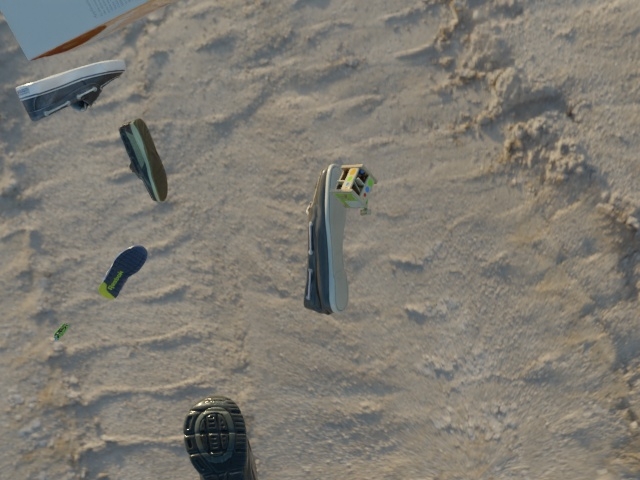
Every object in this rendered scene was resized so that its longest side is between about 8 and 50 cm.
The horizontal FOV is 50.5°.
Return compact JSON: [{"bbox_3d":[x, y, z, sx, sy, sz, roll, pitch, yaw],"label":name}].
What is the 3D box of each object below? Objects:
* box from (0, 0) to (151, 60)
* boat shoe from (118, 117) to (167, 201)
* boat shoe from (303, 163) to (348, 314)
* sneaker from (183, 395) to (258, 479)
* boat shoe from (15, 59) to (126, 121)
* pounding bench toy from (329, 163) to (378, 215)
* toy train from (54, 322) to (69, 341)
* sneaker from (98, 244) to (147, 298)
[{"bbox_3d":[-0.450,-0.524,1.388,0.345,0.215,0.168,-20,108,14],"label":"box"},{"bbox_3d":[-0.463,-0.205,1.771,0.073,0.080,0.223,-9,111,14],"label":"boat shoe"},{"bbox_3d":[0.000,0.000,1.509,0.095,0.112,0.335,0,94,25],"label":"boat shoe"},{"bbox_3d":[-0.119,0.366,0.941,0.109,0.130,0.286,-8,65,1],"label":"sneaker"},{"bbox_3d":[-0.599,-0.372,1.682,0.108,0.102,0.301,-1,25,36],"label":"boat shoe"},{"bbox_3d":[0.070,-0.091,1.216,0.052,0.083,0.065,3,60,44],"label":"pounding bench toy"},{"bbox_3d":[-0.669,0.237,1.749,0.017,0.083,0.024,18,104,-7],"label":"toy train"},{"bbox_3d":[-0.408,0.056,1.407,0.053,0.059,0.144,39,111,-17],"label":"sneaker"}]
